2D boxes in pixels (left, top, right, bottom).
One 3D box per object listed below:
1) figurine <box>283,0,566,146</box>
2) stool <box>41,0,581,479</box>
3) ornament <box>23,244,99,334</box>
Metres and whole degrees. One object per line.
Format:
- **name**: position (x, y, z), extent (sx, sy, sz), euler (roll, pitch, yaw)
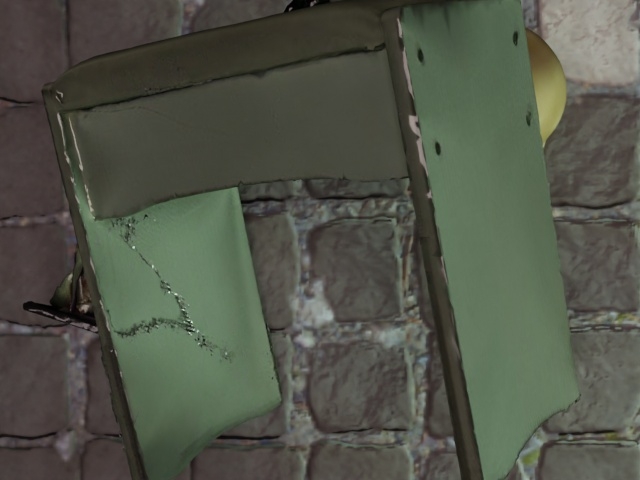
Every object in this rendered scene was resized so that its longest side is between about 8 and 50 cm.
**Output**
- **figurine**: position (0.071, -0.119, 0.804), extent (0.196, 0.114, 0.108), euler (32, 118, 12)
- **stool**: position (0.000, 0.000, 0.717), extent (0.244, 0.170, 0.269), euler (-5, 100, 32)
- **ornament**: position (-0.134, -0.028, 0.824), extent (0.088, 0.081, 0.203), euler (20, 92, 0)
